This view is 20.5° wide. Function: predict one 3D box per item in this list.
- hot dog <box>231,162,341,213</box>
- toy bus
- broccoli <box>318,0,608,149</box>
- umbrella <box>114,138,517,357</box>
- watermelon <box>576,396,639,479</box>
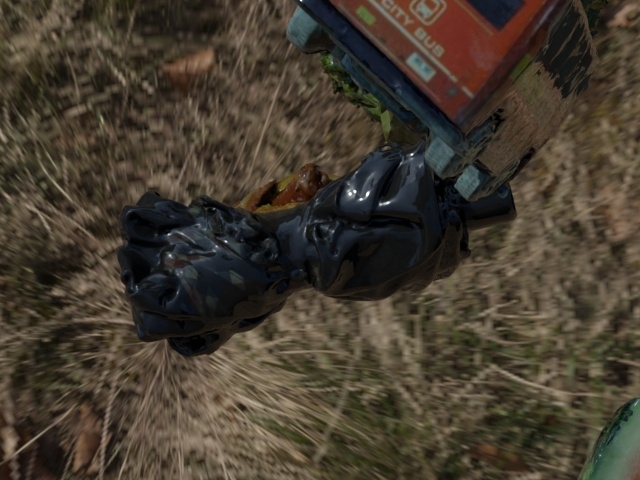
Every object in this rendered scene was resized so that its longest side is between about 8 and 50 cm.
[{"bbox_3d":[-0.054,-0.004,1.806,0.103,0.146,0.213,44,125,4],"label":"hot dog"},{"bbox_3d":[0.078,-0.101,0.938,0.121,0.265,0.120,44,95,12],"label":"toy bus"},{"bbox_3d":[0.124,-0.195,1.670,0.304,0.321,0.283,-1,53,14],"label":"broccoli"},{"bbox_3d":[-0.001,0.001,1.206,0.272,0.110,0.122,-14,111,2],"label":"umbrella"},{"bbox_3d":[0.208,0.211,1.047,0.136,0.202,0.207,30,51,-37],"label":"watermelon"}]
